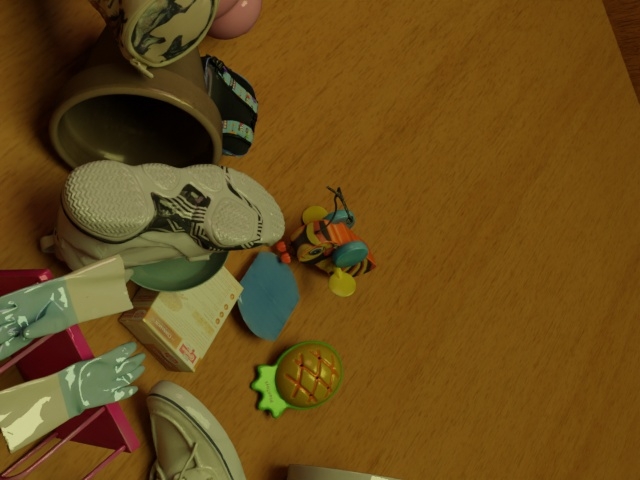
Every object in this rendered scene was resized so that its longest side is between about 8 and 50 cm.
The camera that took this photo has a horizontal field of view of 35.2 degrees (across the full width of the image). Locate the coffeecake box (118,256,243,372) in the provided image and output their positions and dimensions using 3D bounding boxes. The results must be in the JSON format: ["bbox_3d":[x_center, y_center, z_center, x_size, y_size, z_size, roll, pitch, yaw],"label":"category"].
[{"bbox_3d":[-0.233,0.108,1.712,0.142,0.068,0.185,52,51,-32],"label":"coffeecake box"}]

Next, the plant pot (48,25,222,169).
[{"bbox_3d":[-0.275,-0.237,1.588,0.263,0.263,0.229,36,44,-41],"label":"plant pot"}]

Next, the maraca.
[{"bbox_3d":[-0.042,0.261,1.900,0.185,0.099,0.127,-20,94,-22],"label":"maraca"}]

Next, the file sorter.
[{"bbox_3d":[-0.429,0.209,1.386,0.182,0.202,0.291,-39,115,-40],"label":"file sorter"}]

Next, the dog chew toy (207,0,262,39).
[{"bbox_3d":[-0.215,-0.463,1.695,0.332,0.206,0.207,42,57,-47],"label":"dog chew toy"}]

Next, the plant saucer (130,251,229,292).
[{"bbox_3d":[-0.245,0.010,1.664,0.037,0.195,0.195,101,15,-56],"label":"plant saucer"}]

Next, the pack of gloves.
[{"bbox_3d":[-0.324,0.143,1.319,0.232,0.046,0.195,-23,104,-42],"label":"pack of gloves"}]

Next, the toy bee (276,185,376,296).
[{"bbox_3d":[0.000,0.000,1.945,0.195,0.162,0.298,-108,173,-47],"label":"toy bee"}]

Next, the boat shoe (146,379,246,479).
[{"bbox_3d":[-0.221,0.409,1.667,0.156,0.136,0.367,-46,129,-37],"label":"boat shoe"}]

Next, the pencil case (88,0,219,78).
[{"bbox_3d":[-0.320,-0.429,1.447,0.410,0.183,0.160,49,17,14],"label":"pencil case"}]

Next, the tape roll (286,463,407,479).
[{"bbox_3d":[0.047,0.514,1.863,0.246,0.246,0.169,23,69,-45],"label":"tape roll"}]

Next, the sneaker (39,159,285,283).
[{"bbox_3d":[-0.249,-0.019,1.568,0.366,0.210,0.137,5,61,-34],"label":"sneaker"}]

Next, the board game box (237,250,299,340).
[{"bbox_3d":[-0.108,0.104,1.884,0.133,0.033,0.169,54,44,-25],"label":"board game box"}]

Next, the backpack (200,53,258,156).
[{"bbox_3d":[-0.187,-0.225,1.758,0.173,0.117,0.158,23,71,-59],"label":"backpack"}]
